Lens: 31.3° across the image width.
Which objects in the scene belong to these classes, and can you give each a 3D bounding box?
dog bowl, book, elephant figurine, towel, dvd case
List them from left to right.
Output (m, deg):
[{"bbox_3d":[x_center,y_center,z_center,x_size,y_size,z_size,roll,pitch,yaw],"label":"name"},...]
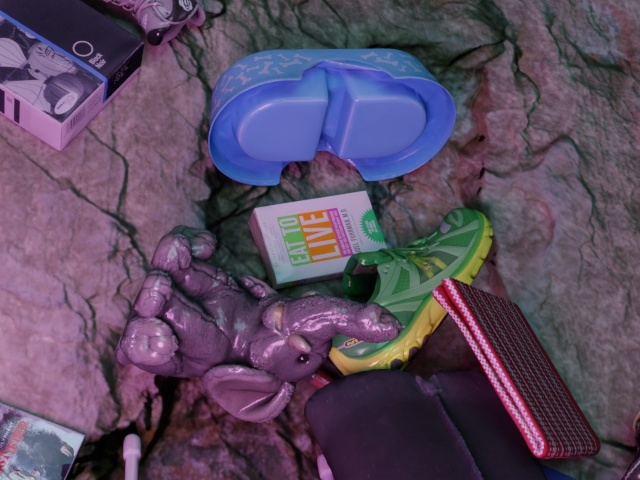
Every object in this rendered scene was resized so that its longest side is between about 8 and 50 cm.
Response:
[{"bbox_3d":[-0.305,0.210,1.128,0.119,0.013,0.087,22,57,-1],"label":"dvd case"},{"bbox_3d":[-0.068,0.098,1.131,0.239,0.186,0.169,21,93,-8],"label":"elephant figurine"},{"bbox_3d":[0.000,0.000,1.327,0.144,0.035,0.096,-11,67,-22],"label":"book"},{"bbox_3d":[0.009,-0.150,1.346,0.297,0.166,0.074,-3,49,-16],"label":"dog bowl"},{"bbox_3d":[0.209,0.139,1.188,0.031,0.275,0.199,-35,69,15],"label":"towel"}]

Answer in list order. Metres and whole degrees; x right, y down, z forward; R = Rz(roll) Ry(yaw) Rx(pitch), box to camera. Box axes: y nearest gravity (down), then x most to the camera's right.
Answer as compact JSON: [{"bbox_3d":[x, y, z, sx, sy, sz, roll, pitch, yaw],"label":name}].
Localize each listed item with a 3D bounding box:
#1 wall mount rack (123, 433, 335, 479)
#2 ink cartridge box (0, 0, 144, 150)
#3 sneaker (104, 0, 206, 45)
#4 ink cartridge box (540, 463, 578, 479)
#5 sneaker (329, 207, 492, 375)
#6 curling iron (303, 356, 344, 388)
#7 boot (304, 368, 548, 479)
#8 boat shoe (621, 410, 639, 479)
[{"bbox_3d":[-0.087,0.320,1.061,0.350,0.130,0.304,8,62,-10],"label":"wall mount rack"},{"bbox_3d":[-0.391,-0.257,1.355,0.333,0.065,0.165,31,58,6],"label":"ink cartridge box"},{"bbox_3d":[-0.235,-0.302,1.392,0.229,0.086,0.132,-1,66,-33],"label":"sneaker"},{"bbox_3d":[0.179,0.306,1.180,0.223,0.045,0.224,24,57,0],"label":"ink cartridge box"},{"bbox_3d":[0.096,0.039,1.260,0.123,0.109,0.295,38,47,5],"label":"sneaker"},{"bbox_3d":[-0.064,0.103,1.245,0.274,0.035,0.068,22,47,0],"label":"curling iron"},{"bbox_3d":[0.061,0.267,0.956,0.367,0.146,0.445,14,32,-23],"label":"boot"},{"bbox_3d":[0.390,0.202,1.284,0.069,0.081,0.228,41,51,14],"label":"boat shoe"}]
